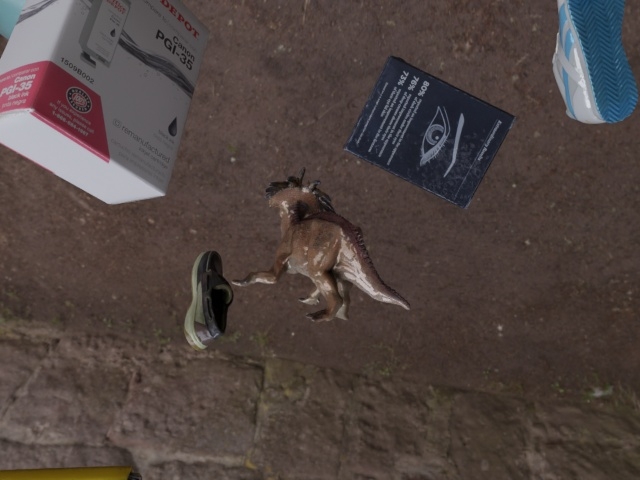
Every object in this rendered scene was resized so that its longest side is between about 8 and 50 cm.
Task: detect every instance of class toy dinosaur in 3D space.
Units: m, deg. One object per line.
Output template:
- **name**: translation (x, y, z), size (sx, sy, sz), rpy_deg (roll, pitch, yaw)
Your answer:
- **toy dinosaur**: translation (0.000, 0.000, 0.787), size (0.295, 0.200, 0.127), rpy_deg (19, -178, 42)

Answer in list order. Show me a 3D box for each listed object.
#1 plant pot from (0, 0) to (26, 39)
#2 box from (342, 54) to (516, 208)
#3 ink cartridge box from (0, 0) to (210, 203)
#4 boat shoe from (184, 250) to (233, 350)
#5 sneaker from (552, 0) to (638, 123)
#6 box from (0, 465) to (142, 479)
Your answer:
- **plant pot**: translation (-0.450, -0.444, 0.951), size (0.235, 0.293, 0.293), rpy_deg (44, 150, 31)
- **box**: translation (0.159, -0.162, 0.835), size (0.207, 0.108, 0.153), rpy_deg (27, 102, -1)
- **ink cartridge box**: translation (-0.277, -0.220, 0.713), size (0.117, 0.283, 0.207), rpy_deg (-5, 155, 30)
- **boat shoe**: translation (-0.134, 0.070, 0.695), size (0.049, 0.152, 0.056), rpy_deg (-19, 134, 14)
- **sneaker**: translation (0.354, -0.270, 0.744), size (0.087, 0.092, 0.229), rpy_deg (-15, 101, -9)
- **box**: translation (-0.211, 0.262, 0.202), size (0.257, 0.322, 0.079), rpy_deg (6, 151, -18)
